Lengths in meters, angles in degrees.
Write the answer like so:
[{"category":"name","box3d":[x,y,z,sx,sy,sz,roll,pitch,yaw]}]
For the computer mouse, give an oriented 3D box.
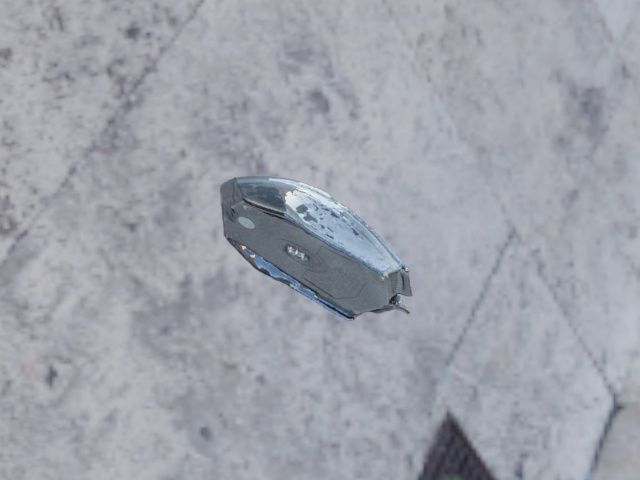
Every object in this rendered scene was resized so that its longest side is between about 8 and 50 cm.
[{"category":"computer mouse","box3d":[0.001,-0.001,1.488,0.231,0.126,0.071,30,58,1]}]
